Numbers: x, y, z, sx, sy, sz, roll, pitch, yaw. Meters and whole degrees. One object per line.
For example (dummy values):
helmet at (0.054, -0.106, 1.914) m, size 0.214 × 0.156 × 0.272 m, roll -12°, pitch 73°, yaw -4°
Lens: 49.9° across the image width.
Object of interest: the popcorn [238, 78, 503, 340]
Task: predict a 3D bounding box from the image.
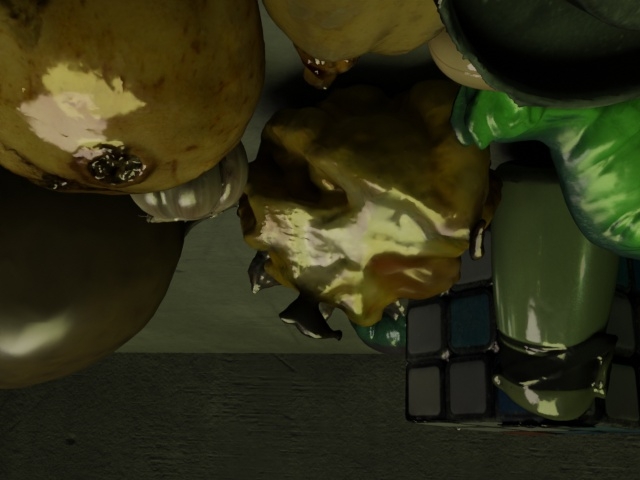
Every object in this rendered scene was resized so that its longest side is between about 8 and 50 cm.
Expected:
popcorn at (0.060, -0.042, 0.829) m, size 0.315 × 0.281 × 0.297 m, roll -9°, pitch 128°, yaw 9°

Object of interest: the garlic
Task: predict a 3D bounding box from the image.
garlic at (-0.144, -0.110, 0.745) m, size 0.131 × 0.194 × 0.127 m, roll 2°, pitch -173°, yaw -11°

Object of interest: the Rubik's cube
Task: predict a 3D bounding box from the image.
Rubik's cube at (0.391, 0.168, 1.256) m, size 0.363 × 0.359 × 0.362 m, roll 11°, pitch 158°, yaw -32°

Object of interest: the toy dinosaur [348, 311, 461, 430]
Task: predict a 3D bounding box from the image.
toy dinosaur at (0.150, 0.241, 1.509) m, size 0.383 × 0.331 × 0.129 m, roll -11°, pitch 162°, yaw 39°

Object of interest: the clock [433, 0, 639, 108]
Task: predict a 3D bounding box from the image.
clock at (0.208, -0.218, 0.299) m, size 0.386 × 0.076 × 0.386 m, roll -20°, pitch 153°, yaw -11°

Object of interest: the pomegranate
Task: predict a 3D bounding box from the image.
pomegranate at (-0.162, -0.157, 0.518) m, size 0.260 × 0.261 × 0.260 m, roll 2°, pitch 162°, yaw 1°

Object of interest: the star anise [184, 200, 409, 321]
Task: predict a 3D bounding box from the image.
star anise at (0.000, 0.000, 1.010) m, size 0.359 × 0.316 × 0.139 m, roll -30°, pitch 144°, yaw -31°

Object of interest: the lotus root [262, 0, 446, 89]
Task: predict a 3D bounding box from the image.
lotus root at (0.037, -0.217, 0.452) m, size 0.169 × 0.152 × 0.343 m, roll -9°, pitch 165°, yaw -14°

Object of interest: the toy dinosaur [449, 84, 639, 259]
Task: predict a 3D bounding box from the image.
toy dinosaur at (0.310, 0.003, 0.752) m, size 0.374 × 0.500 × 0.144 m, roll -12°, pitch -151°, yaw -18°

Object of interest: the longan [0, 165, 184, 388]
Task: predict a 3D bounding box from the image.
longan at (-0.369, 0.007, 0.898) m, size 0.404 × 0.404 × 0.336 m, roll -17°, pitch 117°, yaw 45°

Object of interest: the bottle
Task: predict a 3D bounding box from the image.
bottle at (0.313, 0.067, 0.924) m, size 0.168 × 0.347 × 0.168 m, roll -2°, pitch -168°, yaw 0°

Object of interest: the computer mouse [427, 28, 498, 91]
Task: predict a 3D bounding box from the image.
computer mouse at (0.201, -0.183, 0.536) m, size 0.236 × 0.145 × 0.082 m, roll 1°, pitch 146°, yaw 10°
